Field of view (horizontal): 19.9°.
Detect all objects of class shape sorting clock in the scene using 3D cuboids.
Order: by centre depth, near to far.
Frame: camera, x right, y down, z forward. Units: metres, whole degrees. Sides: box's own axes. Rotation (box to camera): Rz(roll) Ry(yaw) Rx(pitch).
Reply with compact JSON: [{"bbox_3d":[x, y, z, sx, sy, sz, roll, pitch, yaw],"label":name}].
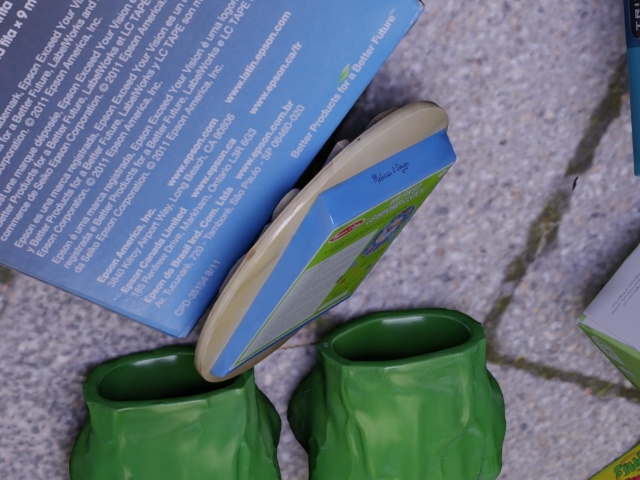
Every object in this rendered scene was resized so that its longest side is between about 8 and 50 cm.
[{"bbox_3d":[0.000,0.000,1.048,0.206,0.040,0.206,-43,168,-11],"label":"shape sorting clock"}]

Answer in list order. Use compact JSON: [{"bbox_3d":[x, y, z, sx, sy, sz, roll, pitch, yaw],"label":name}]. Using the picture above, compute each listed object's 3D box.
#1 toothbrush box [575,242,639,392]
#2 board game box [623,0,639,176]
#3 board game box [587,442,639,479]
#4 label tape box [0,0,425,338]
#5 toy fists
[{"bbox_3d":[0.333,0.072,1.195,0.206,0.122,0.283,-49,126,-6],"label":"toothbrush box"},{"bbox_3d":[0.335,-0.174,1.031,0.336,0.079,0.254,-5,95,-16],"label":"board game box"},{"bbox_3d":[0.237,0.197,1.315,0.181,0.043,0.092,-36,125,6],"label":"board game box"},{"bbox_3d":[-0.151,-0.118,0.944,0.333,0.106,0.241,26,111,-31],"label":"label tape box"},{"bbox_3d":[-0.019,0.131,1.157,0.279,0.096,0.142,-9,114,-12],"label":"toy fists"}]
